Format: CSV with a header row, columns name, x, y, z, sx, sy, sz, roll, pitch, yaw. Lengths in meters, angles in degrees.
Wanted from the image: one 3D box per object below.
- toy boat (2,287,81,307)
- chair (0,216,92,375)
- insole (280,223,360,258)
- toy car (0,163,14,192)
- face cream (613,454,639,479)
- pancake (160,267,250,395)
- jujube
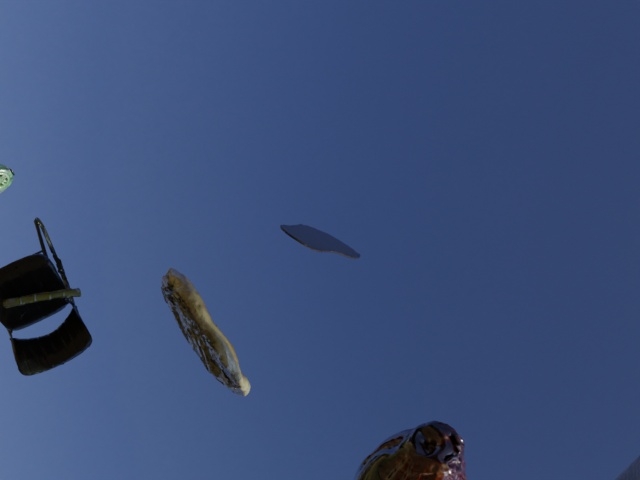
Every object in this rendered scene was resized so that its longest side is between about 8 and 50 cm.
name,x,y,z,sx,sy,sz,roll,pitch,yaw
toy boat,-0.443,0.091,1.445,0.063,0.115,0.016,-5,-86,63
chair,-0.474,0.093,1.481,0.221,0.140,0.145,49,-20,47
insole,0.000,0.000,1.594,0.111,0.328,0.007,33,-83,15
toy car,-0.286,-0.087,0.702,0.069,0.055,0.142,50,-17,31
face cream,0.278,0.239,0.821,0.070,0.114,0.224,48,-55,8
pancake,-0.212,0.167,1.633,0.282,0.049,0.282,50,-20,25
jujube,0.129,0.329,1.244,0.168,0.168,0.236,48,-33,26
